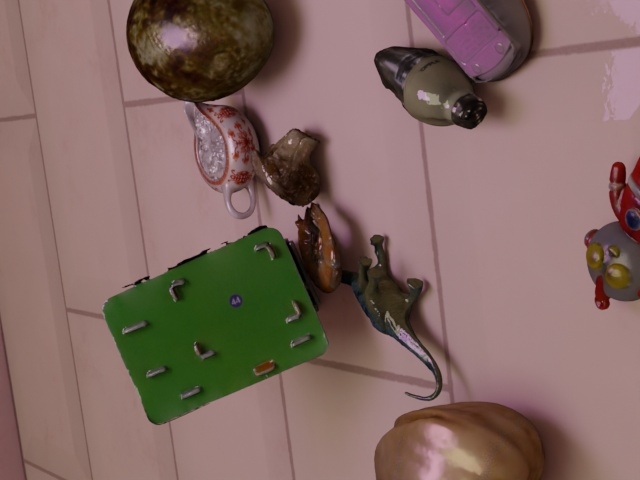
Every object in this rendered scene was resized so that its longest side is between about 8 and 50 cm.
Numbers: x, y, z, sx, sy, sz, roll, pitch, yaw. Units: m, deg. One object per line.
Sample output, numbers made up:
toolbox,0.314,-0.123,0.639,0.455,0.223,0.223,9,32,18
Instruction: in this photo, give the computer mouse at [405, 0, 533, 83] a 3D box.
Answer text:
computer mouse,0.170,-0.354,1.663,0.310,0.072,0.158,49,150,-1

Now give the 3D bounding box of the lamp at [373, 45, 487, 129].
lamp,0.152,-0.224,1.757,0.250,0.101,0.101,42,133,46

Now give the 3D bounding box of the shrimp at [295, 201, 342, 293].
shrimp,0.003,0.000,2.055,0.187,0.052,0.132,-115,33,-40

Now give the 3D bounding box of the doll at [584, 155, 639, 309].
doll,0.389,-0.009,1.504,0.142,0.076,0.245,50,133,36

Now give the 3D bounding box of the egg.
egg,-0.201,-0.355,2.106,0.289,0.238,0.238,15,113,44

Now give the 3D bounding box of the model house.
model house,-0.171,0.150,2.145,0.242,0.358,0.313,65,-176,5

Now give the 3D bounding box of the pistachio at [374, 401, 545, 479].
pistachio,0.198,0.344,1.771,0.238,0.229,0.321,46,154,0

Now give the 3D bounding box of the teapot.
teapot,-0.169,-0.155,2.236,0.159,0.116,0.245,-36,68,40

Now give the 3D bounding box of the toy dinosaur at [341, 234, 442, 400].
toy dinosaur,0.102,0.095,1.955,0.363,0.076,0.147,49,146,43

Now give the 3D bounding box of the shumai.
shumai,-0.045,-0.131,2.073,0.116,0.145,0.145,-47,54,8
